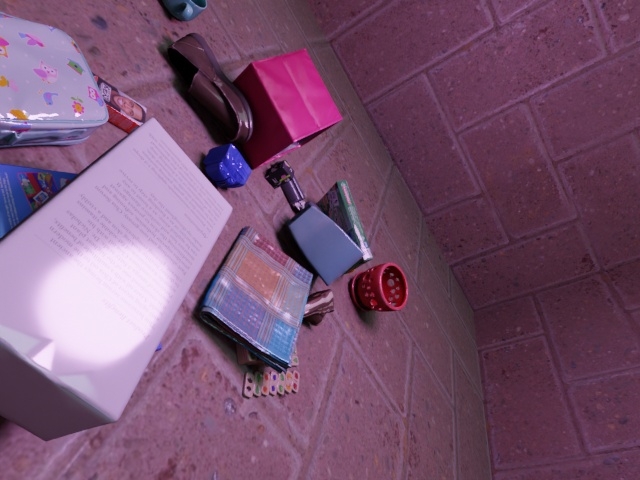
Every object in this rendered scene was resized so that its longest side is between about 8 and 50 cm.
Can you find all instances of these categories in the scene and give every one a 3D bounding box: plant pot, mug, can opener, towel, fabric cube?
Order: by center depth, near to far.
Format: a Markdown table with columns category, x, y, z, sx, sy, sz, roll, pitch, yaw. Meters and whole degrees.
| category | x | y | z | sx | sy | sz | roll | pitch | yaw |
| --- | --- | --- | --- | --- | --- | --- | --- | --- | --- |
| towel | -0.151 | 0.137 | 1.126 | 0.271 | 0.040 | 0.370 | 39 | 33 | -16 |
| mug | -0.450 | -0.772 | 1.339 | 0.129 | 0.097 | 0.158 | 54 | 29 | -24 |
| fabric cube | -0.136 | -0.430 | 1.384 | 0.259 | 0.254 | 0.258 | -36 | 100 | -38 |
| plant pot | 0.000 | 0.000 | 1.421 | 0.234 | 0.165 | 0.166 | 49 | -1 | -13 |
| can opener | -0.072 | -0.174 | 1.551 | 0.283 | 0.095 | 0.076 | 64 | 25 | -4 |
| plant pot | 0.234 | 0.197 | 1.692 | 0.191 | 0.174 | 0.191 | 15 | 67 | -40 |

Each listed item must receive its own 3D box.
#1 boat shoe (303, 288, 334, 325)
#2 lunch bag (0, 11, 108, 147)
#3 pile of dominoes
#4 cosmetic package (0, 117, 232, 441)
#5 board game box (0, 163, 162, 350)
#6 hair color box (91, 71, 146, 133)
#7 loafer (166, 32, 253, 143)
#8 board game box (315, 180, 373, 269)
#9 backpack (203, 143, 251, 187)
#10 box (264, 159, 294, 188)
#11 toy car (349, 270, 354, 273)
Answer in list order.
| category | x | y | z | sx | sy | sz | roll | pitch | yaw |
| --- | --- | --- | --- | --- | --- | --- | --- | --- | --- |
| boat shoe | -0.016 | 0.225 | 1.327 | 0.257 | 0.095 | 0.095 | -13 | 90 | -62 |
| lunch bag | -0.538 | -0.273 | 0.739 | 0.224 | 0.107 | 0.279 | 67 | 26 | -5 |
| pile of dominoes | -0.121 | 0.308 | 1.113 | 0.251 | 0.040 | 0.196 | 24 | 47 | -53 |
| cosmetic package | -0.326 | 0.024 | 0.642 | 0.230 | 0.161 | 0.453 | 52 | 29 | -26 |
| board game box | -0.429 | 0.053 | 0.702 | 0.233 | 0.078 | 0.347 | -2 | 70 | -63 |
| hair color box | -0.475 | -0.310 | 0.962 | 0.141 | 0.043 | 0.072 | 31 | 41 | -51 |
| loafer | -0.343 | -0.444 | 1.264 | 0.130 | 0.134 | 0.366 | -34 | 90 | -41 |
| board game box | 0.085 | -0.043 | 1.623 | 0.046 | 0.213 | 0.317 | -12 | 76 | -27 |
| backpack | -0.269 | -0.202 | 1.208 | 0.120 | 0.098 | 0.101 | 51 | 49 | -46 |
| box | -0.144 | -0.233 | 1.478 | 0.062 | 0.083 | 0.052 | 48 | 31 | -32 |
| toy car | 0.117 | 0.074 | 1.764 | 0.122 | 0.040 | 0.060 | 62 | 26 | -6 |
